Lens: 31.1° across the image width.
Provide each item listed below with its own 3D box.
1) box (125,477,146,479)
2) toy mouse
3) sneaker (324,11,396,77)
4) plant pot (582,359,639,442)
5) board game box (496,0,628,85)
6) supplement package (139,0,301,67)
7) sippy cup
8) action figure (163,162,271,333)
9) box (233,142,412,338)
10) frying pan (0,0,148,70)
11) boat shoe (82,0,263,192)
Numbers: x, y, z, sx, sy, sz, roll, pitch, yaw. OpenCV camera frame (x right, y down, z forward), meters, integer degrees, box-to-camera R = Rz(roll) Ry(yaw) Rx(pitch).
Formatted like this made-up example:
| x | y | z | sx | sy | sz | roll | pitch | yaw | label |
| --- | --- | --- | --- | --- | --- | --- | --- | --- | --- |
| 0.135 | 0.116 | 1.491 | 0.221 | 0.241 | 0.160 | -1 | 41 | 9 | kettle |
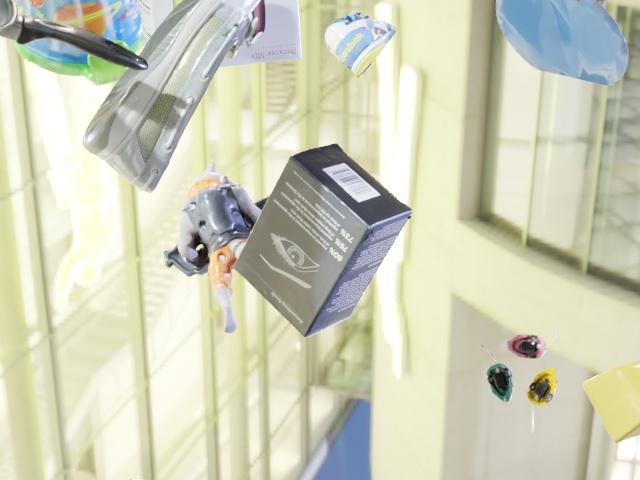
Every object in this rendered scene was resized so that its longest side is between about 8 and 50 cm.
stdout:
| x | y | z | sx | sy | sz | roll | pitch | yaw | label |
| --- | --- | --- | --- | --- | --- | --- | --- | --- | --- |
| -0.194 | 0.315 | 1.325 | 0.059 | 0.054 | 0.169 | -49 | -164 | -27 | box |
| 0.313 | 0.199 | 1.814 | 0.143 | 0.161 | 0.031 | 27 | -177 | 30 | toy mouse |
| 0.041 | -0.215 | 1.210 | 0.059 | 0.053 | 0.144 | 36 | -162 | -1 | sneaker |
| 0.381 | 0.181 | 1.367 | 0.081 | 0.083 | 0.081 | -6 | -118 | -41 | plant pot |
| 0.281 | -0.244 | 1.309 | 0.168 | 0.133 | 0.033 | 21 | -117 | 39 | board game box |
| -0.138 | -0.337 | 1.495 | 0.194 | 0.203 | 0.149 | -9 | -160 | -13 | supplement package |
| -0.356 | -0.392 | 1.654 | 0.305 | 0.224 | 0.240 | 32 | -113 | 8 | sippy cup |
| -0.124 | -0.026 | 2.111 | 0.341 | 0.178 | 0.330 | -32 | -123 | -9 | action figure |
| 0.000 | 0.000 | 1.545 | 0.153 | 0.207 | 0.108 | 44 | -145 | 20 | box |
| -0.352 | -0.252 | 1.182 | 0.326 | 0.053 | 0.197 | 9 | -144 | -47 | frying pan |
| -0.148 | -0.206 | 1.347 | 0.320 | 0.103 | 0.118 | -56 | -156 | -17 | boat shoe |
